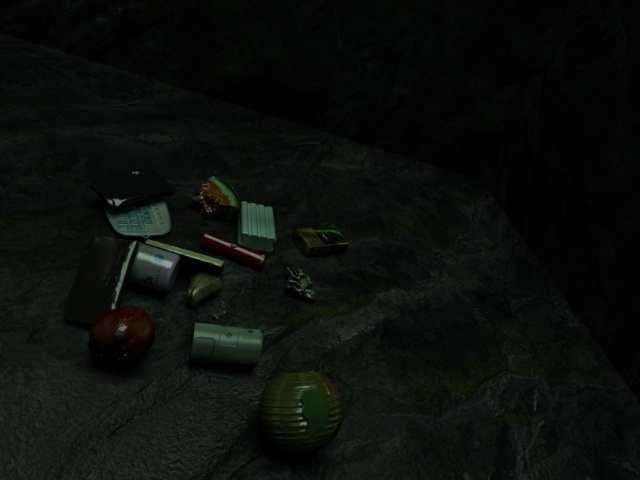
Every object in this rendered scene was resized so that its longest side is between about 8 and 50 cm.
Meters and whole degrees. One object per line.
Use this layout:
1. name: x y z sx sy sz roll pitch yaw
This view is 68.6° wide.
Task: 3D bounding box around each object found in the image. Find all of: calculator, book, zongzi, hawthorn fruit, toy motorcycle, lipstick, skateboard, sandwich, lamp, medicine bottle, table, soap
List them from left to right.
1. hawthorn fruit: -0.590 0.268 1.425 0.181 0.181 0.235 16 32 -10
2. calculator: -0.787 -0.131 2.010 0.256 0.054 0.386 -2 41 -34
3. medicine bottle: -0.646 0.085 1.681 0.255 0.151 0.152 19 32 -8
4. book: -0.512 0.062 1.798 0.290 0.201 0.026 18 76 -8
5. zongzi: -0.475 0.162 1.750 0.176 0.078 0.160 25 31 24
6. sandwich: -0.490 -0.185 2.228 0.292 0.109 0.212 33 42 25
7. skateboard: -0.354 0.241 1.691 0.032 0.083 0.064 38 34 24
8. table: -0.311 0.341 1.531 0.220 0.126 0.126 10 34 -18
9. lipstick: -0.367 0.043 1.991 0.280 0.073 0.073 21 32 -4
10. soap: -0.298 -0.066 2.177 0.160 0.087 0.265 11 34 -18
11. toy motorcycle: -0.096 0.181 1.961 0.124 0.061 0.193 -1 41 -29
12. lamp: -0.056 0.515 1.347 0.251 0.250 0.283 2 78 -29

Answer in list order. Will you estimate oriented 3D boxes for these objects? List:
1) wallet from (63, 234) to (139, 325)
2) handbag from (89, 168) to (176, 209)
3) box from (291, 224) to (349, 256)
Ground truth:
1. wallet: -0.716 0.130 1.540 0.166 0.042 0.309 7 64 -4
2. handbag: -0.799 -0.225 2.018 0.192 0.074 0.332 39 35 20
3. box: 0.000 0.000 2.278 0.240 0.071 0.159 -6 39 -37
